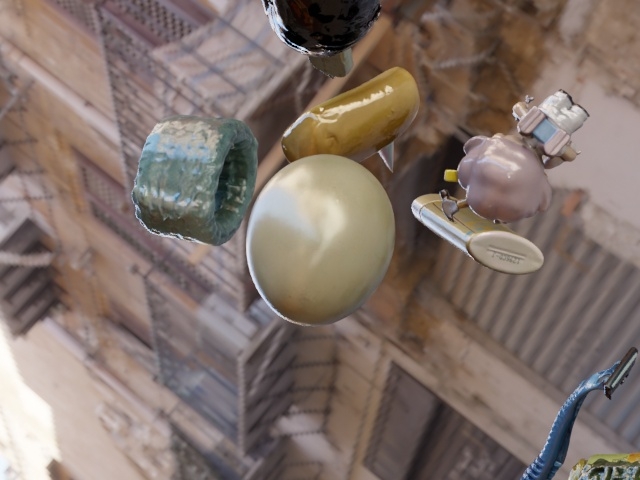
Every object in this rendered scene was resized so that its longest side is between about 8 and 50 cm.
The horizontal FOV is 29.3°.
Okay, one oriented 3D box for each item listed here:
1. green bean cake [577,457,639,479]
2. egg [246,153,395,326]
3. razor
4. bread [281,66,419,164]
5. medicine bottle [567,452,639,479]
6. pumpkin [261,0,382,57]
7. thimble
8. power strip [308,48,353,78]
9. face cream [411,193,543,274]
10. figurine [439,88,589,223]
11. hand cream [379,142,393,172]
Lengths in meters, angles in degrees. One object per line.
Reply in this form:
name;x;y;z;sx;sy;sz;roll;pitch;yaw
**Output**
green bean cake;0.372;0.348;1.460;0.181;0.094;0.173;-12;45;58
egg;0.000;0.000;1.538;0.186;0.186;0.241;111;171;-49
razor;0.290;0.217;1.422;0.082;0.042;0.253;-41;-21;-43
bread;0.049;-0.164;1.772;0.217;0.098;0.147;-28;0;-20
medicine bottle;0.490;0.376;1.844;0.239;0.124;0.124;-11;7;28
pumpkin;-0.008;-0.373;1.726;0.163;0.233;0.233;-17;-25;-14
thimble;-0.201;-0.098;1.973;0.235;0.143;0.198;-60;-27;-52
power strip;0.007;-0.360;2.026;0.029;0.080;0.227;-51;-30;-28
face cream;0.249;-0.016;2.023;0.285;0.139;0.067;-136;64;-68
figurine;0.262;-0.102;1.618;0.229;0.137;0.112;-46;4;-2
hand cream;0.134;-0.201;2.565;0.047;0.076;0.174;-12;-15;6
